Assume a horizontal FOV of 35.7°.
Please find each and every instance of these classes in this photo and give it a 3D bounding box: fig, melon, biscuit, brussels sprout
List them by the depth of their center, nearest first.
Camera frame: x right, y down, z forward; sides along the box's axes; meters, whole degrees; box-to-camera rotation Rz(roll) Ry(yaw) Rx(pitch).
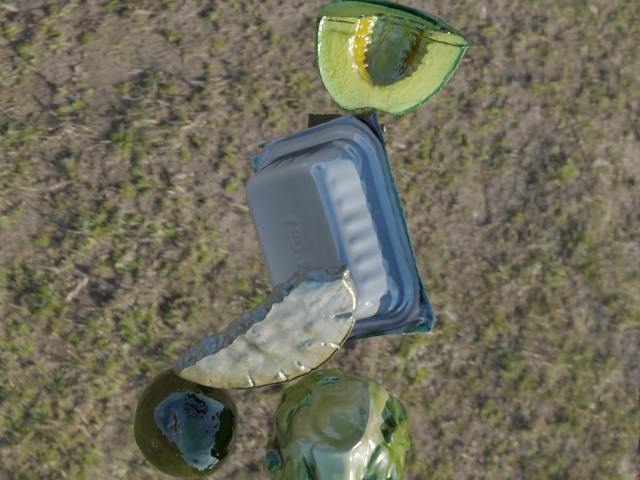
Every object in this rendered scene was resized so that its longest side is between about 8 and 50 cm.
[{"bbox_3d":[-0.051,0.133,1.307,0.290,0.038,0.141,-36,122,23],"label":"biscuit"},{"bbox_3d":[0.098,-0.318,1.719,0.265,0.129,0.169,5,122,-16],"label":"melon"},{"bbox_3d":[-0.224,0.296,1.742,0.195,0.195,0.245,64,27,-23],"label":"fig"},{"bbox_3d":[0.038,0.371,1.742,0.247,0.328,0.328,-9,105,6],"label":"brussels sprout"}]

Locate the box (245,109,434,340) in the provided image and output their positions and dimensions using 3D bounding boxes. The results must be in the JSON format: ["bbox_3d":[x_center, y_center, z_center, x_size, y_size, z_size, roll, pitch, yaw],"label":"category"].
[{"bbox_3d":[0.000,0.000,1.481,0.106,0.264,0.336,-23,97,-50],"label":"box"}]

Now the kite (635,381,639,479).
[{"bbox_3d":[0.531,0.312,1.480,0.008,0.125,0.222,-52,142,-63],"label":"kite"}]

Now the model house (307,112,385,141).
[{"bbox_3d":[-0.001,-0.141,1.906,0.243,0.211,0.204,4,99,4],"label":"model house"}]
